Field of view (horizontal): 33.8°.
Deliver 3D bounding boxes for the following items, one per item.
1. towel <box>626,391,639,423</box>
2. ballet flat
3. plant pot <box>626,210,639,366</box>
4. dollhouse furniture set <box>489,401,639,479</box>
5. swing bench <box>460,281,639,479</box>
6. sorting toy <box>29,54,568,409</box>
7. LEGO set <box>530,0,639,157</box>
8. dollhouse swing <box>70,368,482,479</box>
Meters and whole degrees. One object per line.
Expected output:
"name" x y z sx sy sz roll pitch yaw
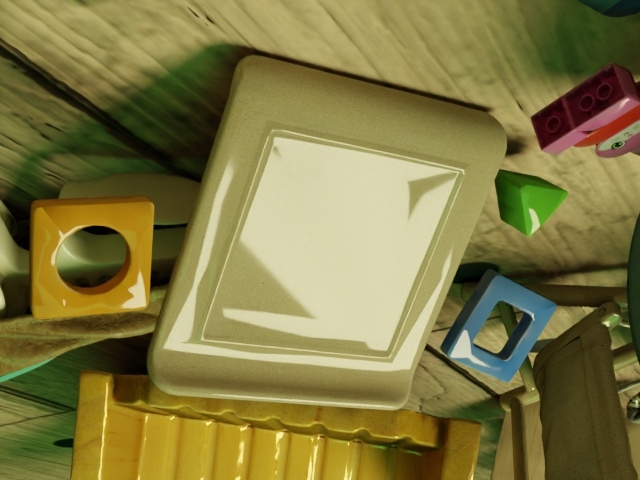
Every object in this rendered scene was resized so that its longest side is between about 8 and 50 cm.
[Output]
"towel" 0.479 0.117 1.006 0.324 0.056 0.312 -14 171 28
"ballet flat" -0.160 0.015 0.674 0.343 0.116 0.124 -8 138 5
"plant pot" 0.294 0.001 0.468 0.290 0.290 0.195 -9 161 9
"dollhouse furniture set" 0.439 0.280 1.345 0.394 0.256 0.362 10 161 20
"swing bench" 0.252 0.150 0.816 0.255 0.253 0.165 -12 129 17
"sorting toy" 0.000 0.000 0.620 0.348 0.196 0.047 9 -163 -30
"LEGO set" 0.199 -0.121 0.454 0.093 0.087 0.227 13 145 -41
"dollhouse swing" -0.054 0.302 0.989 0.347 0.304 0.315 8 168 2
